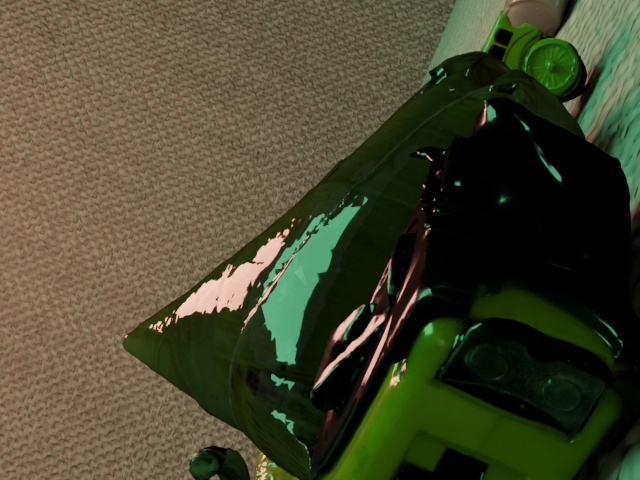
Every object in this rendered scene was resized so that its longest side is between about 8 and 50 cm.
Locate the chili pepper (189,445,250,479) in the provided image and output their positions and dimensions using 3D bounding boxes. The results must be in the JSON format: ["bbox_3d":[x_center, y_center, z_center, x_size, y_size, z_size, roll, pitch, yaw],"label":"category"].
[{"bbox_3d":[-0.078,0.289,0.880,0.261,0.165,0.174,-70,-17,7],"label":"chili pepper"}]

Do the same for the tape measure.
[{"bbox_3d":[0.060,0.056,0.505,0.199,0.112,0.186,-66,-2,-56],"label":"tape measure"}]

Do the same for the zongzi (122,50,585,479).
[{"bbox_3d":[0.000,0.000,0.745,0.300,0.145,0.274,23,86,47],"label":"zongzi"}]

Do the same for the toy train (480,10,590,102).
[{"bbox_3d":[0.104,-0.027,0.787,0.250,0.085,0.053,-67,-16,3],"label":"toy train"}]

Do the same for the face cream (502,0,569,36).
[{"bbox_3d":[0.220,-0.278,1.060,0.084,0.057,0.198,114,180,-69],"label":"face cream"}]

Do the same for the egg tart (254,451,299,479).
[{"bbox_3d":[-0.026,0.253,1.065,0.232,0.098,0.252,109,179,-49],"label":"egg tart"}]
